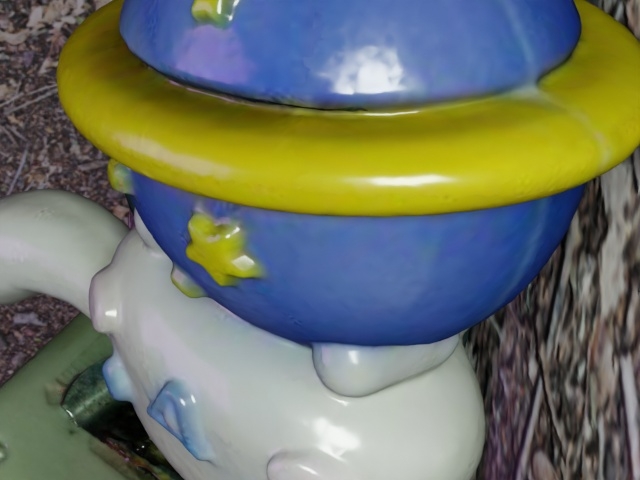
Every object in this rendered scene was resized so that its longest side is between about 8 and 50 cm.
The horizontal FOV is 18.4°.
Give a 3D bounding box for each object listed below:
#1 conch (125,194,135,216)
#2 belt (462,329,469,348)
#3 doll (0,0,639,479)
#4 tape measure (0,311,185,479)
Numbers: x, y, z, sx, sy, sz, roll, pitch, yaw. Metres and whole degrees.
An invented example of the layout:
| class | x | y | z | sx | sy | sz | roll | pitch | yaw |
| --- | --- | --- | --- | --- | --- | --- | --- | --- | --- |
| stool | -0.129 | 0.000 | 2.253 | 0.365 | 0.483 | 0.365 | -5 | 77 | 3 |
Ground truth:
| class | x | y | z | sx | sy | sz | roll | pitch | yaw |
| --- | --- | --- | --- | --- | --- | --- | --- | --- | --- |
| conch | -0.017 | -0.070 | 0.894 | 0.202 | 0.134 | 0.196 | -175 | 104 | -83 |
| belt | 0.024 | -0.001 | 0.753 | 0.072 | 0.087 | 0.302 | -98 | 12 | -65 |
| doll | -0.011 | -0.015 | 0.649 | 0.311 | 0.159 | 0.243 | 16 | 134 | 42 |
| tape measure | -0.081 | 0.122 | 1.115 | 0.235 | 0.207 | 0.115 | -46 | -15 | -41 |
